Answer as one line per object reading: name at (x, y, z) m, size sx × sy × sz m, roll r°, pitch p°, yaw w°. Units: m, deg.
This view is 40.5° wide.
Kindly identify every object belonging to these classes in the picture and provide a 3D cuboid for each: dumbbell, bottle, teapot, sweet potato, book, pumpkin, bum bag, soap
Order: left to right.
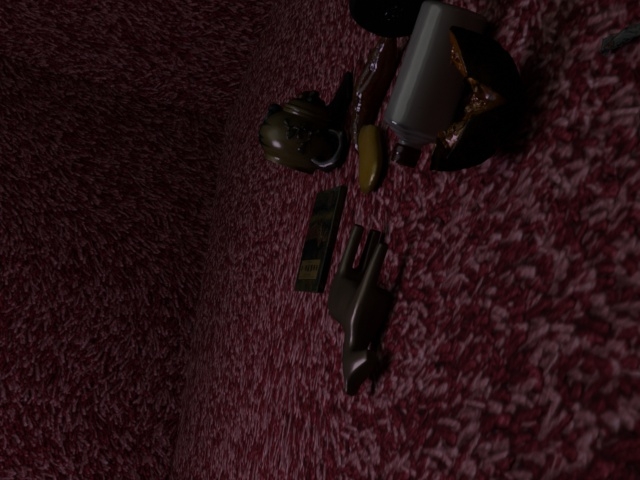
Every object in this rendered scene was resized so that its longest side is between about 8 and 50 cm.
teapot at (-0.033, -0.247, 1.943) m, size 0.269 × 0.173 × 0.182 m, roll 25°, pitch 98°, yaw 42°
book at (0.000, 0.000, 1.847) m, size 0.160 × 0.024 × 0.228 m, roll 173°, pitch 112°, yaw -72°
bum bag at (0.035, -0.310, 2.022) m, size 0.109 × 0.026 × 0.159 m, roll -89°, pitch 20°, yaw -46°
soap at (0.094, -0.160, 1.633) m, size 0.089 × 0.033 × 0.168 m, roll 123°, pitch 158°, yaw -44°
sweet potato at (0.100, -0.293, 1.705) m, size 0.078 × 0.058 × 0.255 m, roll 47°, pitch 127°, yaw 49°
dumbbell at (0.135, -0.498, 1.582) m, size 0.152 × 0.153 × 0.218 m, roll 129°, pitch 152°, yaw -57°
bottle at (0.163, -0.229, 1.304) m, size 0.104 × 0.104 × 0.245 m, roll -124°, pitch 51°, yaw -71°
pumpkin at (0.201, -0.172, 1.098) m, size 0.119 × 0.108 × 0.183 m, roll -45°, pitch -35°, yaw -79°

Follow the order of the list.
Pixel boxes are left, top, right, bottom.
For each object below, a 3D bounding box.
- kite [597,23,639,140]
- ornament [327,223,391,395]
kite at (0.345, -0.236, 0.813) m, size 0.268 × 0.013 × 0.322 m, roll 142°, pitch 143°, yaw -65°
ornament at (0.065, 0.112, 1.413) m, size 0.230 × 0.061 × 0.244 m, roll -141°, pitch 68°, yaw -72°
